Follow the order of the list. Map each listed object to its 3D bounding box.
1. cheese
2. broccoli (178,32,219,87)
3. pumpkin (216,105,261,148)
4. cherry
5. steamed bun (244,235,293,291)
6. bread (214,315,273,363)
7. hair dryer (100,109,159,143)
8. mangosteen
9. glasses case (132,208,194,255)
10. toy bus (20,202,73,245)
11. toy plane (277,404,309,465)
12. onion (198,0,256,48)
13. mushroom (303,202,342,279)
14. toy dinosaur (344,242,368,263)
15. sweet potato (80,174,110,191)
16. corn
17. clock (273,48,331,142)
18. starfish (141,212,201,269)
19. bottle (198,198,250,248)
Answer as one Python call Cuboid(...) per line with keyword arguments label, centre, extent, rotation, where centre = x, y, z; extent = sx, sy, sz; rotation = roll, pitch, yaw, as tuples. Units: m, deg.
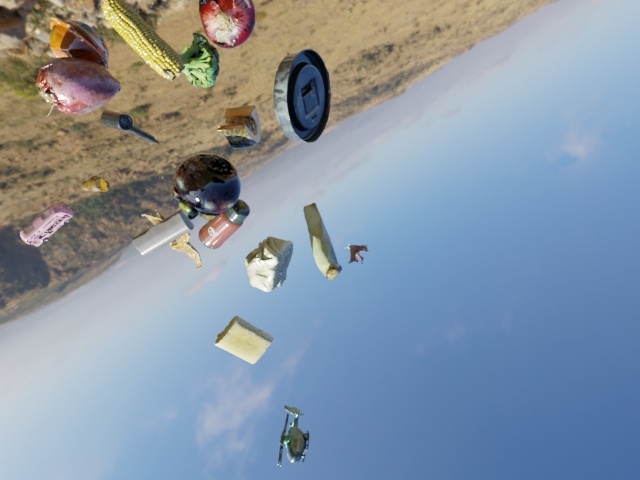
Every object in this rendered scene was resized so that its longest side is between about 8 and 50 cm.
Cuboid(label="cheese", centre=(-0.819, -0.641, 1.483), extent=(0.129, 0.216, 0.329), rotation=(-60, 170, -15))
Cuboid(label="broccoli", centre=(-0.645, -0.885, 2.131), extent=(0.268, 0.254, 0.269), rotation=(-31, 165, -9))
Cuboid(label="pumpkin", centre=(-0.356, -0.520, 1.859), extent=(0.139, 0.190, 0.280), rotation=(-4, 174, 4))
Cuboid(label="cherry", centre=(-0.782, -0.502, 1.382), extent=(0.249, 0.175, 0.192), rotation=(-20, 174, -31))
Cuboid(label="steamed bun", centre=(-0.273, 0.103, 2.122), extent=(0.268, 0.206, 0.281), rotation=(-48, 155, -65))
Cuboid(label="bread", centre=(-0.282, 0.370, 1.577), extent=(0.139, 0.178, 0.060), rotation=(-49, -154, 5))
Cuboid(label="hair dryer", centre=(-0.767, -0.461, 1.769), extent=(0.128, 0.070, 0.255), rotation=(19, 178, 33))
Cuboid(label="mangosteen", centre=(-0.500, -0.237, 1.891), extent=(0.300, 0.301, 0.300), rotation=(-32, -171, 5))
Cuboid(label="glasses case", centre=(-0.483, -0.022, 1.299), extent=(0.190, 0.072, 0.042), rotation=(-28, -158, 15))
Cuboid(label="toy bus", centre=(-1.092, -0.065, 1.688), extent=(0.203, 0.063, 0.090), rotation=(-42, 164, 0))
Cuboid(label="toy plane", centre=(-0.085, 0.633, 1.373), extent=(0.235, 0.096, 0.060), rotation=(-84, -172, -66))
Cuboid(label="onion", centre=(-0.413, -1.020, 1.914), extent=(0.271, 0.272, 0.195), rotation=(-30, -162, 20))
Cuboid(label="mushroom", centre=(-0.001, 0.000, 1.705), extent=(0.087, 0.334, 0.107), rotation=(-21, 166, 10))
Cuboid(label="toy dinosaur", centre=(0.160, 0.055, 1.885), extent=(0.220, 0.108, 0.032), rotation=(-38, 167, -51))
Cuboid(label="sweet potato", centre=(-1.010, -0.255, 1.892), extent=(0.243, 0.077, 0.077), rotation=(9, -144, 41))
Cuboid(label="corn", centre=(-0.574, -0.648, 1.373), extent=(0.106, 0.293, 0.107), rotation=(-31, -145, 25))
Cuboid(label="clock", centre=(-0.057, -0.500, 1.477), extent=(0.061, 0.313, 0.312), rotation=(10, -149, 27))
Cuboid(label="starfish", centre=(-0.661, -0.032, 1.863), extent=(0.084, 0.293, 0.302), rotation=(-45, 155, -21))
Cuboid(label="bottle", centre=(-0.489, -0.088, 2.184), extent=(0.336, 0.144, 0.144), rotation=(-35, -174, 37))
